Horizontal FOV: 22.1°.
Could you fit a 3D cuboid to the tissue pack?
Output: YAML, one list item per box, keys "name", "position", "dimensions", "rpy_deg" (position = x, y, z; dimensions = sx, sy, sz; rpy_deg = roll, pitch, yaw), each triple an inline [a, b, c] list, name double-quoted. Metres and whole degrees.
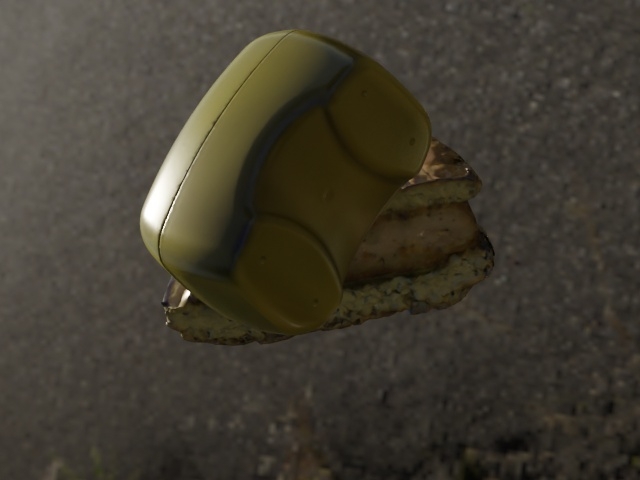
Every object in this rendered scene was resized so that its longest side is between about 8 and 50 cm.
- name: "tissue pack"
  position: [-0.028, -0.039, 1.016]
  dimensions: [0.127, 0.123, 0.178]
  rpy_deg: [20, 75, 43]

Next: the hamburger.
- name: "hamburger"
  position: [0.000, 0.000, 1.284]
  dimensions: [0.131, 0.262, 0.124]
  rpy_deg: [-96, -7, -58]
